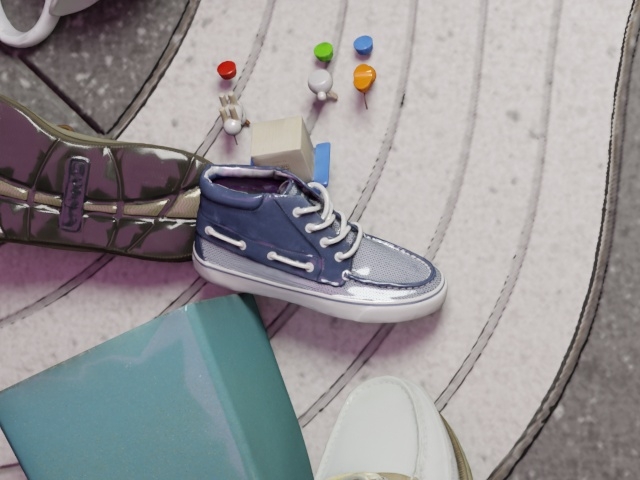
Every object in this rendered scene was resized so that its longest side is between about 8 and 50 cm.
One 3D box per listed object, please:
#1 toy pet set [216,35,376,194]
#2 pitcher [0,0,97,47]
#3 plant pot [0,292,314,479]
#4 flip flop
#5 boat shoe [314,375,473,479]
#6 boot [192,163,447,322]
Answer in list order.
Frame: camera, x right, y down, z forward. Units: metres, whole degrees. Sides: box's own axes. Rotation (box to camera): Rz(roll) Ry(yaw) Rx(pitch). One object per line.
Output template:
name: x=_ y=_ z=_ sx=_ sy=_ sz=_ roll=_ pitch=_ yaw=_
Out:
toy pet set: x=-0.014 y=-0.083 z=1.434 sx=0.122 sy=0.065 sz=0.114 roll=-8 pitch=48 yaw=12
pitcher: x=-0.224 y=-0.267 z=1.477 sx=0.177 sy=0.125 sz=0.207 roll=-27 pitch=89 yaw=27
plant pot: x=-0.093 y=0.178 z=1.373 sx=0.165 sy=0.165 sz=0.234 roll=-26 pitch=86 yaw=12
flip flop: x=-0.199 y=-0.047 z=1.468 sx=0.277 sy=0.080 sz=0.112 roll=12 pitch=91 yaw=1
boat shoe: x=0.032 y=0.200 z=1.284 sx=0.113 sy=0.103 sz=0.302 roll=-22 pitch=40 yaw=24
boot: x=0.000 y=0.000 z=1.379 sx=0.190 sy=0.069 sz=0.086 roll=8 pitch=128 yaw=5
